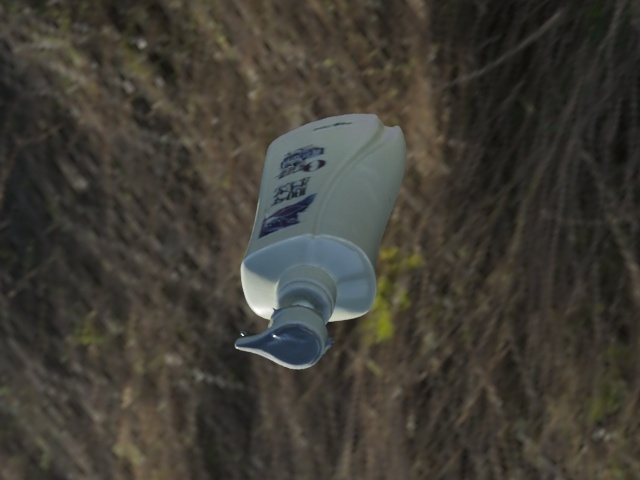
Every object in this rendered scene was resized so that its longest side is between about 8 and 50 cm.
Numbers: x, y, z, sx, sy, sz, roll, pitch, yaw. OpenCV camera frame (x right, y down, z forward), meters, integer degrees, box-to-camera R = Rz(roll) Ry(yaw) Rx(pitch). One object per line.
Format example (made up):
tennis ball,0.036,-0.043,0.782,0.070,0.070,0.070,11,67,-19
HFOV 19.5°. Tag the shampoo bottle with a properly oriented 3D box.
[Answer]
shampoo bottle,0.000,0.000,0.586,0.049,0.141,0.034,1,116,5
